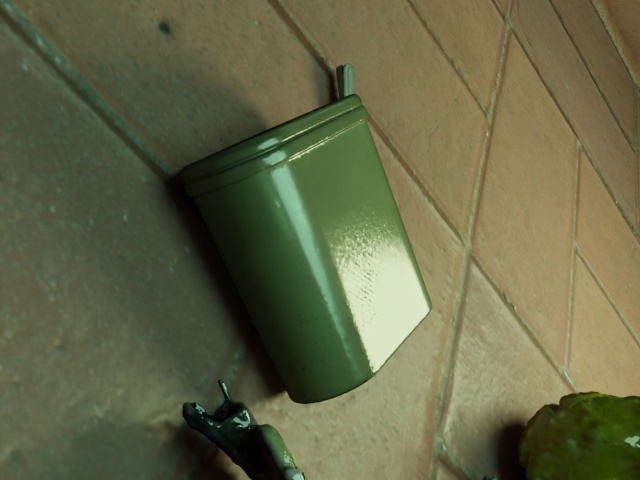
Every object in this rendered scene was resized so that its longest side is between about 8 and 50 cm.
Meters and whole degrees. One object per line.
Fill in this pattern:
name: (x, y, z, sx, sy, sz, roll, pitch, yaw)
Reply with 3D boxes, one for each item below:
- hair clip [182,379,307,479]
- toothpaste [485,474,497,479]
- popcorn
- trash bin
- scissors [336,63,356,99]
hair clip: (-0.041, 0.197, 0.650, 0.056, 0.146, 0.187, -34, 97, -21)
toothpaste: (0.233, 0.343, 1.047, 0.024, 0.015, 0.083, -26, 101, -47)
popcorn: (0.395, 0.332, 1.090, 0.225, 0.277, 0.276, 76, 6, -75)
trash bin: (0.000, 0.000, 0.808, 0.243, 0.121, 0.247, -38, 109, -54)
scissors: (0.038, -0.122, 0.991, 0.101, 0.027, 0.204, 13, 66, -54)
